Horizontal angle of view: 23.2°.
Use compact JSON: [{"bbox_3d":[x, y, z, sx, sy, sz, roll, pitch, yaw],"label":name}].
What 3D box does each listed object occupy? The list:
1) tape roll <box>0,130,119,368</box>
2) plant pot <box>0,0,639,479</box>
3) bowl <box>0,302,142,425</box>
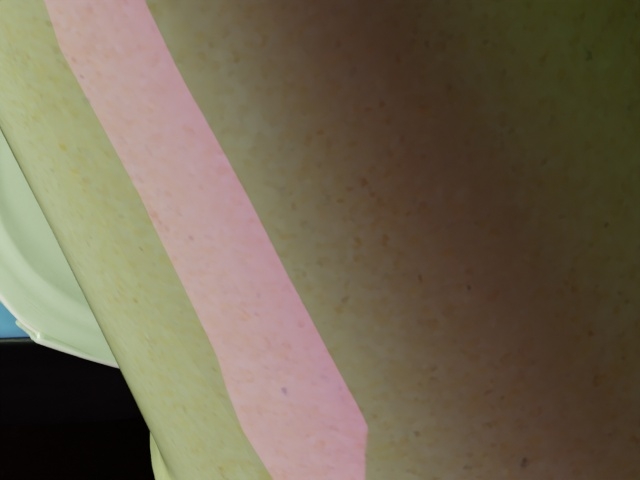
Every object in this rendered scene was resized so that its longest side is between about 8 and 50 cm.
[{"bbox_3d":[-0.097,-0.063,0.955,0.286,0.286,0.100,43,170,-17],"label":"tape roll"},{"bbox_3d":[0.024,-0.046,0.564,0.334,0.334,0.305,29,154,54],"label":"plant pot"},{"bbox_3d":[-0.223,0.076,1.170,0.391,0.077,0.391,-2,165,-1],"label":"bowl"}]
